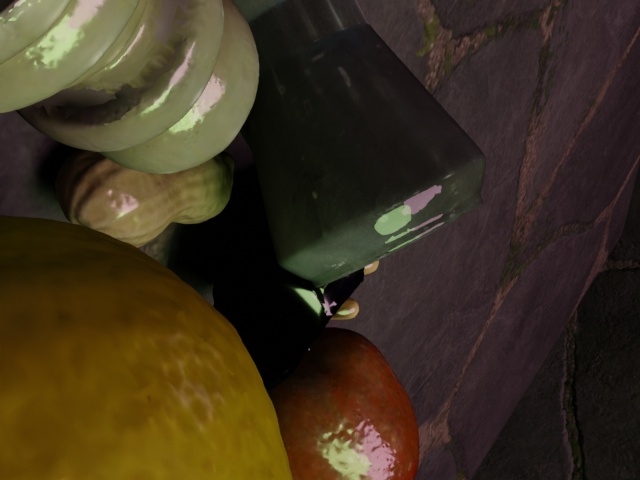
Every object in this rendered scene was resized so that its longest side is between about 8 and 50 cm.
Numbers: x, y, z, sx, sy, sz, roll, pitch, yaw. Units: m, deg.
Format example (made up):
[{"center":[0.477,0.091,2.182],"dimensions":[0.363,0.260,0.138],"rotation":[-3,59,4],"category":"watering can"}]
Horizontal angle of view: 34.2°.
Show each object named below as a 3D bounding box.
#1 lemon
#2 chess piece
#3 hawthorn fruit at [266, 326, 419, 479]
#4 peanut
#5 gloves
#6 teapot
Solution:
[{"center":[-0.181,0.148,0.537],"dimensions":[0.348,0.348,0.348],"rotation":[-47,152,-34],"category":"lemon"},{"center":[-0.132,-0.129,0.575],"dimensions":[0.182,0.182,0.330],"rotation":[-63,163,-2],"category":"chess piece"},{"center":[0.027,0.222,1.162],"dimensions":[0.199,0.251,0.199],"rotation":[-45,-179,1],"category":"hawthorn fruit"},{"center":[-0.123,-0.040,0.776],"dimensions":[0.187,0.082,0.082],"rotation":[-27,138,-57],"category":"peanut"},{"center":[-0.007,-0.002,0.970],"dimensions":[0.197,0.152,0.301],"rotation":[-51,172,29],"category":"gloves"},{"center":[0.001,-0.092,0.788],"dimensions":[0.171,0.225,0.203],"rotation":[-26,179,-32],"category":"teapot"}]
